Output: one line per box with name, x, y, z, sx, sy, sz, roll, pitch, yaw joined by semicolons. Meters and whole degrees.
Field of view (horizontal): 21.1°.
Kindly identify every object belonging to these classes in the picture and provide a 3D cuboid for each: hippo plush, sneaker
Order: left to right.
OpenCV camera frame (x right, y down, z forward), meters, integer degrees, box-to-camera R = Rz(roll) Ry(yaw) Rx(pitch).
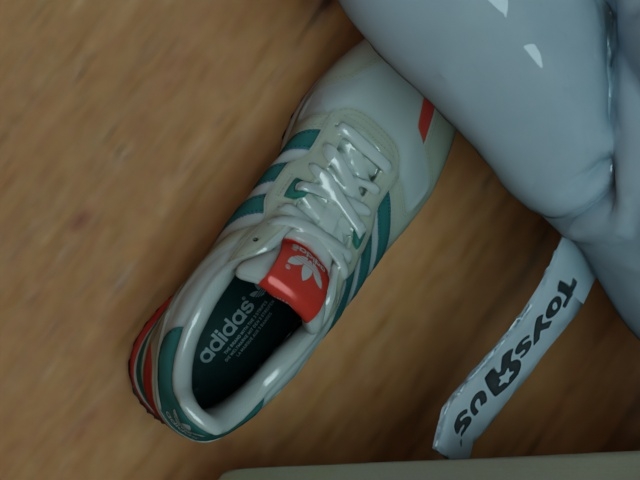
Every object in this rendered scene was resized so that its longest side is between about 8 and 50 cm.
sneaker;0.000;0.000;0.558;0.057;0.075;0.161;38;87;-13
hippo plush;0.142;-0.061;0.473;0.234;0.236;0.294;28;78;-21

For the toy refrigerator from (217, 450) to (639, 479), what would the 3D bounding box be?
toy refrigerator;0.095;0.122;0.501;0.269;0.094;0.102;-7;130;26
